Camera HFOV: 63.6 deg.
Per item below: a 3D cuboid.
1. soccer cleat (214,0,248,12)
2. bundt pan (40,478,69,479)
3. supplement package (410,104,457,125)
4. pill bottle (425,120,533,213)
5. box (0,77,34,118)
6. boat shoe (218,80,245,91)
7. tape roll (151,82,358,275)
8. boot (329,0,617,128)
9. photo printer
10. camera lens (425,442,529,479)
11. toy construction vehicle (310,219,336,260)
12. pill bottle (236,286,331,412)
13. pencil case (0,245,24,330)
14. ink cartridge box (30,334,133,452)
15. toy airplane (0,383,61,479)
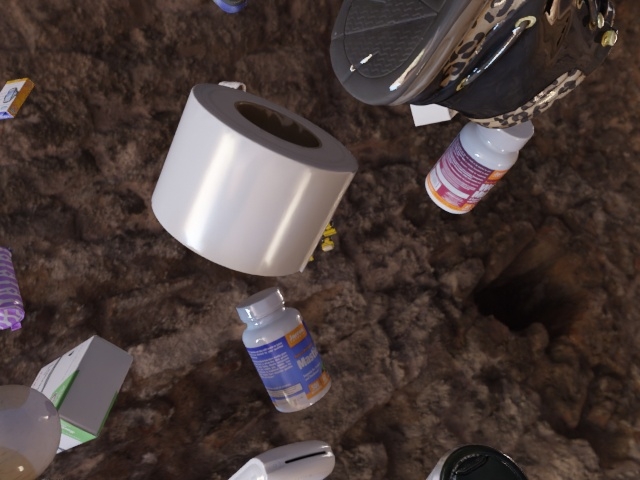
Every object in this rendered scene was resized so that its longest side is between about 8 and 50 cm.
[{"bbox_3d":[-0.233,-0.590,1.021,0.093,0.121,0.289,-30,-77,-9],"label":"soccer cleat"},{"bbox_3d":[-0.395,0.561,0.902,0.331,0.331,0.124,34,-106,-15],"label":"bundt pan"},{"bbox_3d":[0.305,-0.422,1.418,0.105,0.105,0.179,-44,-57,-47],"label":"supplement package"},{"bbox_3d":[0.312,-0.162,1.027,0.121,0.221,0.121,11,-127,-16],"label":"pill bottle"},{"bbox_3d":[-0.821,-0.368,1.361,0.028,0.081,0.136,54,-138,-54],"label":"box"},{"bbox_3d":[-0.297,-0.369,1.601,0.098,0.096,0.277,21,-102,-52],"label":"boat shoe"},{"bbox_3d":[-0.091,-0.089,0.725,0.246,0.169,0.246,23,-157,-11],"label":"tape roll"},{"bbox_3d":[0.207,-0.257,0.457,0.284,0.377,0.138,1,-136,-52],"label":"boot"},{"bbox_3d":[-0.121,0.653,1.407,0.256,0.307,0.107,6,-135,-42],"label":"photo printer"},{"bbox_3d":[0.326,0.592,1.126,0.219,0.274,0.219,4,-133,-4],"label":"camera lens"},{"bbox_3d":[0.000,0.000,1.245,0.098,0.086,0.035,-101,-12,-45],"label":"toy construction vehicle"},{"bbox_3d":[-0.093,0.255,1.234,0.152,0.152,0.272,-32,-79,-41],"label":"pill bottle"},{"bbox_3d":[-0.765,0.110,1.225,0.086,0.088,0.206,-19,-122,-19],"label":"pencil case"},{"bbox_3d":[-0.465,0.292,0.949,0.092,0.219,0.160,42,-143,-28],"label":"ink cartridge box"},{"bbox_3d":[-0.296,0.251,0.403,0.386,0.384,0.272,31,-110,14],"label":"toy airplane"}]
